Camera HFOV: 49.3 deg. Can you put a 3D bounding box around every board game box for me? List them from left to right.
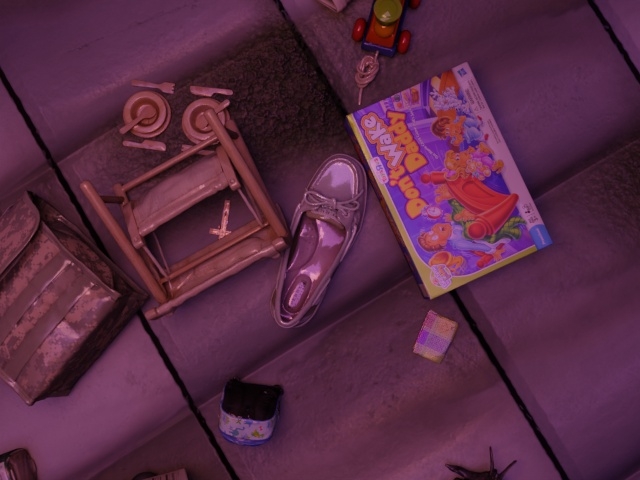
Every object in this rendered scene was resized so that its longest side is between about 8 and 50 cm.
[{"bbox_3d":[0.219,-0.101,1.223,0.233,0.078,0.347,-25,87,-2],"label":"board game box"}]

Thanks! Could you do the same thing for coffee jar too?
[{"bbox_3d":[-0.582,0.419,1.168,0.184,0.096,0.079,-21,84,-1],"label":"coffee jar"}]

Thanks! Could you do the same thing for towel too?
[{"bbox_3d":[0.204,0.171,1.239,0.060,0.009,0.083,24,87,0],"label":"towel"}]

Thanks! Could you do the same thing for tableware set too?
[{"bbox_3d":[-0.259,-0.221,1.243,0.194,0.039,0.128,7,86,-1],"label":"tableware set"}]

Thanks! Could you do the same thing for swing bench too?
[{"bbox_3d":[-0.209,-0.040,1.157,0.253,0.165,0.255,-28,90,6],"label":"swing bench"}]

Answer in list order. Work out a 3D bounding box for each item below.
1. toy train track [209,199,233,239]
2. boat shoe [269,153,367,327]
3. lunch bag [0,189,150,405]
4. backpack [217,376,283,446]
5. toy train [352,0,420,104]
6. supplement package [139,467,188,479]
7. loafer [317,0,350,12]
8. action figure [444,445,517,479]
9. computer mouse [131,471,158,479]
[{"bbox_3d":[-0.172,-0.031,1.244,0.048,0.014,0.083,9,86,0],"label":"toy train track"},{"bbox_3d":[-0.003,0.000,1.200,0.118,0.103,0.321,24,86,1],"label":"boat shoe"},{"bbox_3d":[-0.477,0.085,1.160,0.287,0.169,0.235,41,90,9],"label":"lunch bag"},{"bbox_3d":[-0.122,0.297,1.174,0.104,0.114,0.084,10,106,-2],"label":"backpack"},{"bbox_3d":[0.109,-0.368,1.205,0.105,0.143,0.248,15,86,1],"label":"toy train"},{"bbox_3d":[-0.312,0.506,1.069,0.262,0.198,0.200,-11,92,-14],"label":"supplement package"},{"bbox_3d":[-0.071,-0.519,1.229,0.319,0.112,0.112,31,78,1],"label":"loafer"},{"bbox_3d":[0.249,0.487,1.156,0.164,0.141,0.276,26,89,5],"label":"action figure"},{"bbox_3d":[-0.281,0.514,1.201,0.071,0.041,0.242,-11,92,-14],"label":"computer mouse"}]
